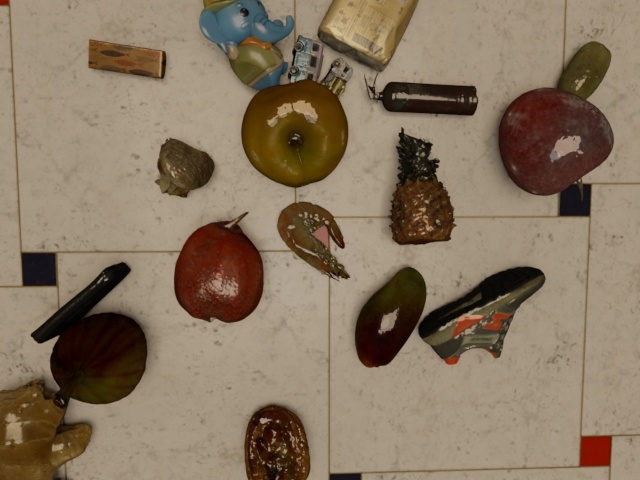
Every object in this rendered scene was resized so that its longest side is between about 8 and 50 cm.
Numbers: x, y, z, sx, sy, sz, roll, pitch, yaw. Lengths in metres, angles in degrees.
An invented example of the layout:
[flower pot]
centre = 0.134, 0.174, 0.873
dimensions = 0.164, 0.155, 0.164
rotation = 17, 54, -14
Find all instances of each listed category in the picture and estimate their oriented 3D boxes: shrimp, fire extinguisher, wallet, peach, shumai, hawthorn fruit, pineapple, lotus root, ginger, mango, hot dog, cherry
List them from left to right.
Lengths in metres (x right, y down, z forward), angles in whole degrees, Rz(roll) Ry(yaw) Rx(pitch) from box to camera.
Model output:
[ginger]
centre = -0.685, 0.519, 1.359
dimensions = 0.236, 0.166, 0.375
rotation = -22, 125, -35
[wallet]
centre = -0.554, 0.146, 1.296
dimensions = 0.250, 0.149, 0.044
rotation = -41, 93, 0
[shumai]
centre = -0.333, -0.160, 1.306
dimensions = 0.116, 0.145, 0.145
rotation = -34, 97, 38
[hawthorn fruit]
centre = -0.222, 0.056, 1.284
dimensions = 0.211, 0.210, 0.262
rotation = 14, 85, -4
[hot dog]
centre = -0.107, 0.523, 1.380
dimensions = 0.161, 0.099, 0.226
rotation = -12, 93, -3
[peach]
centre = -0.056, -0.239, 1.276
dimensions = 0.251, 0.153, 0.251
rotation = 0, 126, 0
[shrimp]
centre = -0.001, 0.001, 1.370
dimensions = 0.236, 0.053, 0.133
rotation = 44, 71, -2
[mango]
centre = 0.167, 0.186, 1.358
dimensions = 0.133, 0.111, 0.267
rotation = 30, 88, 6
[pineapple]
centre = 0.230, -0.128, 1.329
dimensions = 0.158, 0.158, 0.278
rotation = -4, 82, -3
[fire extinguisher]
centre = 0.235, -0.348, 1.331
dimensions = 0.268, 0.072, 0.089
rotation = 2, 104, -3
[cherry]
centre = 0.542, -0.219, 1.292
dimensions = 0.236, 0.213, 0.285
rotation = -28, 89, -6
[lotus root]
centre = 0.628, -0.391, 1.346
dimensions = 0.090, 0.077, 0.183
rotation = 36, 91, -5

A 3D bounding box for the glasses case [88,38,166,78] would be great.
[glasses case]
centre = -0.449, -0.422, 1.305
dimensions = 0.170, 0.041, 0.064
rotation = 7, 106, -4

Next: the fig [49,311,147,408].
[fig]
centre = -0.497, 0.285, 1.224
dimensions = 0.217, 0.321, 0.216
rotation = -1, 98, -8

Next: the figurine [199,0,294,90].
[figurine]
centre = -0.160, -0.469, 1.278
dimensions = 0.262, 0.154, 0.180
rotation = 44, 82, -23

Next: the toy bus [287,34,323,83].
[toy bus]
centre = -0.035, -0.410, 1.319
dimensions = 0.075, 0.060, 0.122
rotation = 11, 92, -7

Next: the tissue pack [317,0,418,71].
[tissue pack]
centre = 0.117, -0.531, 1.301
dimensions = 0.186, 0.090, 0.222
rotation = 25, 95, -7

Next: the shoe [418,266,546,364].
[shoe]
centre = 0.419, 0.203, 1.368
dimensions = 0.337, 0.132, 0.171
rotation = -30, 101, 2

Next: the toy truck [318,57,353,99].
[toy truck]
centre = 0.029, -0.368, 1.330
dimensions = 0.063, 0.052, 0.123
rotation = 33, 94, -10
